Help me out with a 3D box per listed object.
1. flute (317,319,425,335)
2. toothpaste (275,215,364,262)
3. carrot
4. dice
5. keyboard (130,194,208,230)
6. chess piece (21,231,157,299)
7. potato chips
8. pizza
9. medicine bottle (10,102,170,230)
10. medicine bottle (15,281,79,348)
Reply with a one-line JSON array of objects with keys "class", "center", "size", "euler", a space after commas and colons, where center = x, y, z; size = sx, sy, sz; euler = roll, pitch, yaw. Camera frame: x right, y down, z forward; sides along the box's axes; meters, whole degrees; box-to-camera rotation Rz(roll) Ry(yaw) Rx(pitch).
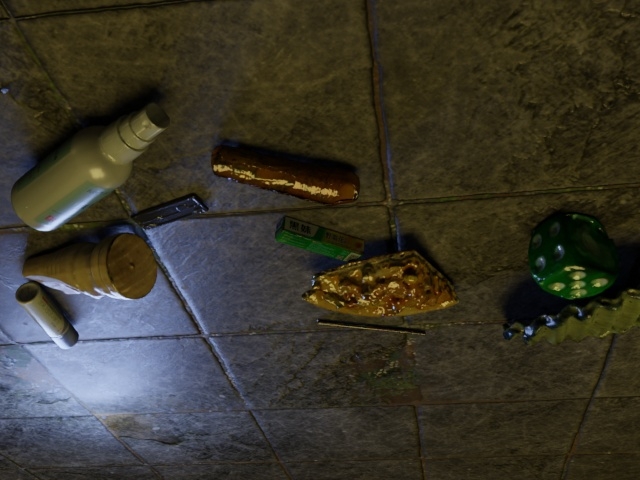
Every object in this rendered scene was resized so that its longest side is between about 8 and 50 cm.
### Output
[{"class": "flute", "center": [0.124, 0.210, 1.827], "size": [0.270, 0.014, 0.014], "euler": [7, 146, -8]}, {"class": "toothpaste", "center": [0.000, 0.000, 1.499], "size": [0.179, 0.037, 0.043], "euler": [17, 148, -21]}, {"class": "carrot", "center": [-0.061, -0.113, 1.308], "size": [0.260, 0.070, 0.070], "euler": [13, 145, -13]}, {"class": "dice", "center": [0.477, 0.032, 1.444], "size": [0.131, 0.128, 0.120], "euler": [16, 144, -22]}, {"class": "keyboard", "center": [-0.290, -0.053, 1.454], "size": [0.155, 0.010, 0.053], "euler": [-15, 142, 24]}, {"class": "chess piece", "center": [-0.482, 0.063, 1.558], "size": [0.301, 0.137, 0.137], "euler": [-6, 148, 34]}, {"class": "potato chips", "center": [0.571, 0.168, 1.630], "size": [0.359, 0.070, 0.429], "euler": [-12, 163, 11]}, {"class": "pizza", "center": [0.133, 0.116, 1.606], "size": [0.258, 0.087, 0.268], "euler": [-15, 155, 26]}, {"class": "medicine bottle", "center": [-0.375, -0.127, 1.257], "size": [0.352, 0.110, 0.110], "euler": [-26, 137, 35]}, {"class": "medicine bottle", "center": [-0.632, 0.178, 1.769], "size": [0.059, 0.059, 0.231], "euler": [-3, 146, 6]}]
